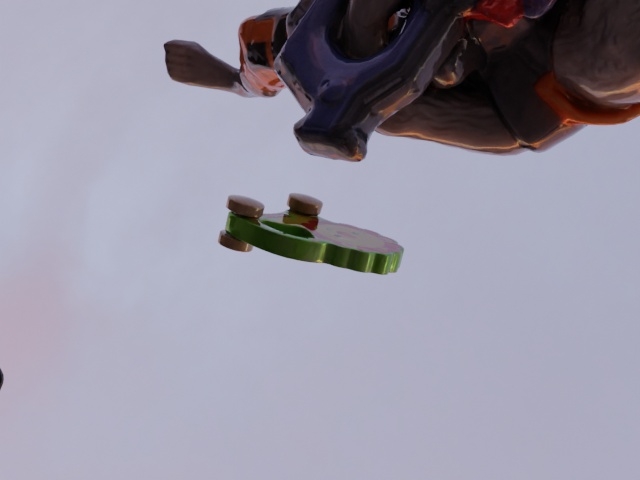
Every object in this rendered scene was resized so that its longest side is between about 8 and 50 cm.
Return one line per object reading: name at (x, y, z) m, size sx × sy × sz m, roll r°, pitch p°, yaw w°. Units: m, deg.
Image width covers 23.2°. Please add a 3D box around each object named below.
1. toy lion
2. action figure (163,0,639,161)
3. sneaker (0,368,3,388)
toy lion at (0.000, 0.000, 0.981) m, size 0.096 × 0.100 × 0.034 m, roll 24°, pitch -74°, yaw 34°
action figure at (0.093, -0.161, 0.808) m, size 0.178 × 0.341 × 0.330 m, roll 45°, pitch -10°, yaw -39°
sneaker at (-0.231, 0.068, 0.974) m, size 0.074 × 0.170 × 0.063 m, roll -13°, pitch -29°, yaw 39°
